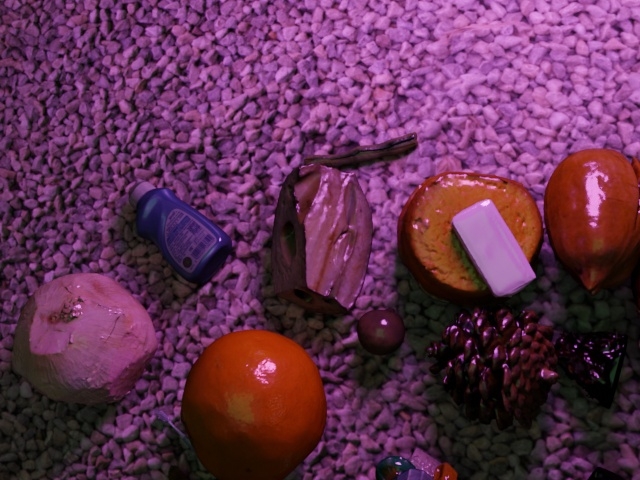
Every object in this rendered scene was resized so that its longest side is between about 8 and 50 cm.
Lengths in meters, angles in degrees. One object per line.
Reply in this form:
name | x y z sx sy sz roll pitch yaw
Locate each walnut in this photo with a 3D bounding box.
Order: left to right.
walnut | 0.537 -0.032 1.240 0.209 0.209 0.336 12 57 13

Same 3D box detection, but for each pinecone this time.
pinecone | 0.343 0.233 1.246 0.243 0.243 0.257 -50 54 0

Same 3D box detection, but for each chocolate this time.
chocolate | 0.528 0.242 1.264 0.133 0.156 0.156 14 84 32

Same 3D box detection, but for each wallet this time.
wallet | 0.331 0.018 1.215 0.095 0.033 0.190 -28 83 5

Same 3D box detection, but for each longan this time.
longan | 0.131 0.191 1.365 0.106 0.106 0.119 10 44 13

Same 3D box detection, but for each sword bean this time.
sword bean | 0.092 -0.202 1.463 0.269 0.038 0.043 -10 85 11

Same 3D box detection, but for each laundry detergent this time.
laundry detergent | -0.348 -0.033 1.501 0.290 0.094 0.143 41 96 18

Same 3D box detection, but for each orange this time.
orange | -0.134 0.334 1.288 0.312 0.312 0.312 -2 81 11

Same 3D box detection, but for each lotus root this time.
lotus root | -0.004 0.000 1.408 0.210 0.142 0.314 15 77 -24

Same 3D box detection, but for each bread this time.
bread | 0.307 -0.008 1.317 0.312 0.172 0.312 -1 83 10

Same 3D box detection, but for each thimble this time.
thimble | 0.203 0.494 1.291 0.090 0.102 0.115 33 126 15

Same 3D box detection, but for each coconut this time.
coconut | -0.529 0.218 1.408 0.297 0.254 0.297 -1 81 9

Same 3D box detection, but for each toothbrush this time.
toothbrush | -0.295 0.464 1.440 0.219 0.019 0.016 40 85 15

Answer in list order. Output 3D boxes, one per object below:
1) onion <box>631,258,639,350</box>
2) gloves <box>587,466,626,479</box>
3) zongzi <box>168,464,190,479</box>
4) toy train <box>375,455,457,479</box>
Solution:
onion | 0.705 0.116 1.196 0.280 0.221 0.281 2 73 -7
gloves | 0.588 0.547 1.207 0.203 0.124 0.164 31 106 22
zongzi | -0.299 0.675 1.362 0.288 0.134 0.286 37 94 28
toy train | 0.140 0.577 1.201 0.249 0.178 0.429 44 121 -6
